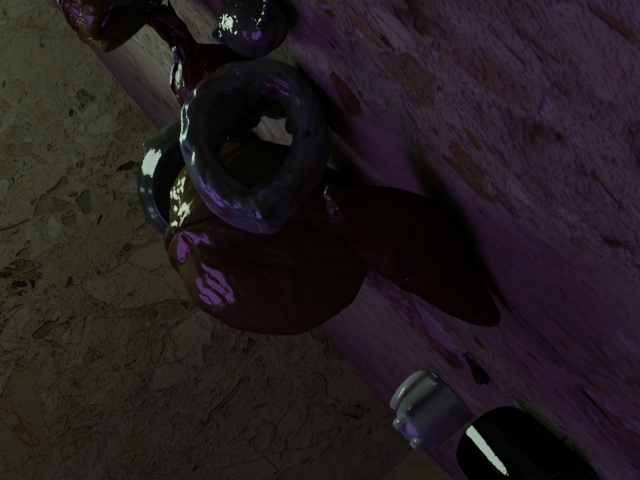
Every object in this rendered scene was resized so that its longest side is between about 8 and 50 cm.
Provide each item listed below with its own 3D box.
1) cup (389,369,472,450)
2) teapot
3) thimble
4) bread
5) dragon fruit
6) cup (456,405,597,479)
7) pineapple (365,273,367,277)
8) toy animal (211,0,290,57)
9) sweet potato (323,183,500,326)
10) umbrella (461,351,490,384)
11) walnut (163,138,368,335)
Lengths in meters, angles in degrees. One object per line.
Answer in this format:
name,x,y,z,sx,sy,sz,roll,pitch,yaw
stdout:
cup,0.233,0.379,2.341,0.134,0.142,0.173,46,172,25
teapot,-0.218,-0.127,2.131,0.300,0.253,0.344,18,-171,-15
thimble,-0.081,-0.112,1.357,0.149,0.185,0.211,77,-171,-77
bread,-0.283,-0.347,1.473,0.088,0.161,0.233,57,175,11
dragon fruit,-0.169,-0.245,1.522,0.246,0.125,0.125,55,172,-27
cup,0.336,0.396,1.733,0.177,0.166,0.239,46,172,49
pineapple,0.000,0.000,1.783,0.225,0.076,0.224,25,134,28
toy animal,-0.068,-0.246,1.146,0.079,0.070,0.253,33,171,-4
sweet potato,0.109,0.003,1.227,0.359,0.112,0.112,30,-171,-49
umbrella,0.263,0.219,1.811,0.083,0.020,0.031,58,169,-24
walnut,-0.079,-0.004,1.555,0.313,0.277,0.252,8,-176,-41
